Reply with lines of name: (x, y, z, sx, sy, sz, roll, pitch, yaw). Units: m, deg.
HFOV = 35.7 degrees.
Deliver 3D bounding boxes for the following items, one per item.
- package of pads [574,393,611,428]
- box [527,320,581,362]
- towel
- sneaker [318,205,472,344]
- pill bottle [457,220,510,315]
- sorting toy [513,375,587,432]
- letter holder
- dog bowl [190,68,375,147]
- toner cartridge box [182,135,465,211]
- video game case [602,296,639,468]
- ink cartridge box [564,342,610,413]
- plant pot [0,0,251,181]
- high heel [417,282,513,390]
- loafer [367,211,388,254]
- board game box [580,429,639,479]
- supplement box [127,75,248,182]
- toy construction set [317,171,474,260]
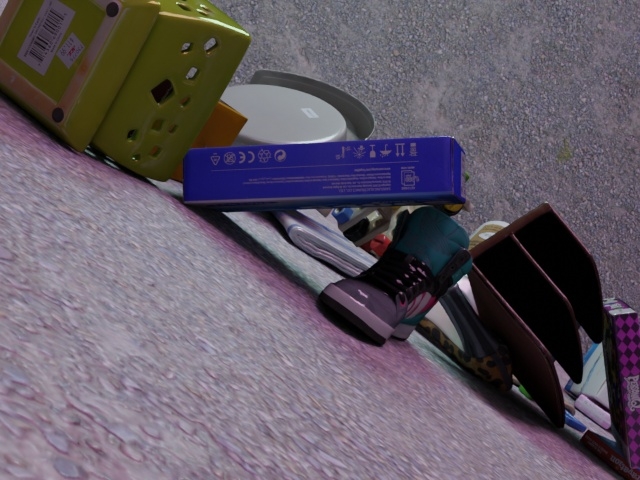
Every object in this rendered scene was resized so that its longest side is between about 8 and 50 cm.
package of pads: (0.551, 0.344, 1.996, 0.083, 0.032, 0.050, 37, 3, 17)
box: (0.458, 0.188, 2.125, 0.156, 0.158, 0.093, 28, 9, -46)
towel: (0.000, 0.000, 1.722, 0.209, 0.034, 0.285, 30, 5, -21)
sneaker: (0.111, 0.039, 1.291, 0.124, 0.178, 0.295, 36, 6, 15)
pill bottle: (0.306, 0.067, 1.930, 0.131, 0.131, 0.229, 36, 46, 16)
sorting toy: (0.366, 0.229, 1.820, 0.196, 0.047, 0.347, 32, 6, -25)
letter holder: (0.351, 0.127, 1.487, 0.214, 0.152, 0.302, 56, -3, 34)
dog bowl: (-0.083, -0.190, 1.744, 0.349, 0.102, 0.348, 8, 31, -5)
toner cartridge box: (0.010, -0.083, 1.306, 0.348, 0.075, 0.165, -1, -4, 14)
video game case: (0.472, 0.214, 1.544, 0.042, 0.232, 0.210, -7, 2, 9)
ink cartridge box: (0.654, 0.301, 2.089, 0.171, 0.168, 0.232, 35, -4, 1)
plant pot: (-0.262, -0.227, 1.206, 0.227, 0.228, 0.207, 37, 14, 23)
high heel: (0.217, 0.157, 1.595, 0.186, 0.093, 0.261, 58, -9, -3)
loafer: (0.189, 0.023, 2.292, 0.269, 0.092, 0.102, 33, 6, -16)
board game box: (0.540, 0.386, 1.622, 0.281, 0.027, 0.145, 28, 7, -47)
supplement box: (-0.246, -0.193, 1.425, 0.194, 0.129, 0.191, 37, 7, 20)
toy construction set: (0.137, -0.085, 1.875, 0.309, 0.237, 0.257, 42, 0, -3)
